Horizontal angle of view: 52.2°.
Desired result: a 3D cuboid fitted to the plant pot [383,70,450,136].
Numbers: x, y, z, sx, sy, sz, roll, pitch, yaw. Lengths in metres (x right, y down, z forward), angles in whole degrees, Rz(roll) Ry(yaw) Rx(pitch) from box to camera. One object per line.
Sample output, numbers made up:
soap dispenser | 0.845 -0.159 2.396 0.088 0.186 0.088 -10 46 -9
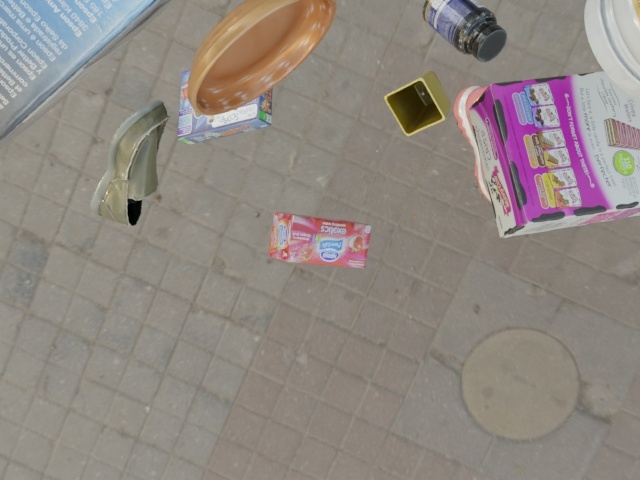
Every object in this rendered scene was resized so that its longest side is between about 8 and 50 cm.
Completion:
plant pot | 0.174 -0.242 1.113 0.081 0.083 0.081 -19 111 41

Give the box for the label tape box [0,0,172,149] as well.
label tape box | -0.288 -0.190 0.474 0.333 0.106 0.240 -29 113 26

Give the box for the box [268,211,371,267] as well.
box | 0.000 0.000 1.805 0.257 0.122 0.128 7 94 -31

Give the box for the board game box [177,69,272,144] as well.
board game box | -0.174 -0.257 1.178 0.201 0.035 0.136 -5 78 35

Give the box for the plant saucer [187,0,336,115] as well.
plant saucer | -0.071 -0.218 0.736 0.200 0.200 0.037 -37 85 9

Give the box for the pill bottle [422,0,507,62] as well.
pill bottle | 0.371 -0.555 1.672 0.123 0.123 0.219 -41 58 9

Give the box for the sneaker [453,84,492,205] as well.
sneaker | 0.392 -0.186 1.395 0.116 0.136 0.314 -31 102 -17

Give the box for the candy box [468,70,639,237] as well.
candy box | 0.299 -0.101 0.728 0.233 0.071 0.159 -8 78 -11

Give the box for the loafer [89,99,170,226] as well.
loafer | -0.289 -0.117 1.050 0.087 0.094 0.251 37 130 0

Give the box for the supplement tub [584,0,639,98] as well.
supplement tub | 0.340 -0.214 0.539 0.144 0.199 0.144 8 73 -27
